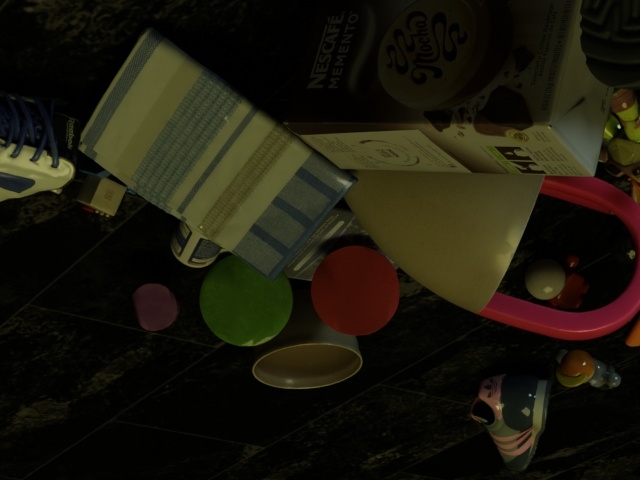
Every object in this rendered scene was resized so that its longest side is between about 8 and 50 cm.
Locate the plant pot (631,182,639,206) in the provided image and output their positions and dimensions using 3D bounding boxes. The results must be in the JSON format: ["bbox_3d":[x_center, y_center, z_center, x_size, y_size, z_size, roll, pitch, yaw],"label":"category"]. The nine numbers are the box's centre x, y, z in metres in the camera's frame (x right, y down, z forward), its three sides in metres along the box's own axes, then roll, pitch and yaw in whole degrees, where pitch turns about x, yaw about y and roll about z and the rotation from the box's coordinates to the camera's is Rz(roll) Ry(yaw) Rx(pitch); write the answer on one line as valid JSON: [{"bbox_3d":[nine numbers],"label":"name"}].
[{"bbox_3d":[0.528,-0.057,1.724,0.188,0.205,0.205,-2,155,-40],"label":"plant pot"}]

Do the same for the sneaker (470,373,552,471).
[{"bbox_3d":[0.331,0.318,2.463,0.131,0.112,0.319,10,149,6],"label":"sneaker"}]

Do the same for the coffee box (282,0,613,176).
[{"bbox_3d":[0.130,-0.163,1.359,0.297,0.168,0.119,3,160,35],"label":"coffee box"}]

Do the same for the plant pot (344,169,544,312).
[{"bbox_3d":[0.134,-0.084,1.540,0.191,0.284,0.284,20,148,-1],"label":"plant pot"}]

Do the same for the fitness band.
[{"bbox_3d":[0.274,0.010,1.726,0.291,0.209,0.054,16,166,14],"label":"fitness band"}]

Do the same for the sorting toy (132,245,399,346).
[{"bbox_3d":[-0.072,0.076,1.911,0.366,0.127,0.126,-5,-179,4],"label":"sorting toy"}]

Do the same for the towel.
[{"bbox_3d":[-0.121,-0.092,1.527,0.285,0.034,0.209,35,133,-5],"label":"towel"}]

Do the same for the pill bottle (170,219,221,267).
[{"bbox_3d":[-0.148,-0.020,1.771,0.067,0.067,0.120,5,150,-19],"label":"pill bottle"}]

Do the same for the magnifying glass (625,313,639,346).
[{"bbox_3d":[0.527,0.109,2.179,0.092,0.026,0.231,-2,152,-7],"label":"magnifying glass"}]

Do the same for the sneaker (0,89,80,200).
[{"bbox_3d":[-0.361,-0.129,1.495,0.182,0.127,0.315,-10,158,-1],"label":"sneaker"}]

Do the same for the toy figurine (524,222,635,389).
[{"bbox_3d":[0.412,0.096,1.940,0.213,0.209,0.148,-23,157,26],"label":"toy figurine"}]

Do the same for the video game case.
[{"bbox_3d":[0.000,0.000,1.881,0.274,0.026,0.196,9,148,-27],"label":"video game case"}]

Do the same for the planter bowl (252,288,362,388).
[{"bbox_3d":[-0.024,0.139,2.041,0.162,0.109,0.162,-5,151,-3],"label":"planter bowl"}]

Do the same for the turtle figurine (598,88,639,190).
[{"bbox_3d":[0.360,-0.117,1.616,0.217,0.087,0.269,42,167,-32],"label":"turtle figurine"}]

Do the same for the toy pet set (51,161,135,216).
[{"bbox_3d":[-0.287,-0.078,1.673,0.122,0.065,0.114,28,172,-42],"label":"toy pet set"}]

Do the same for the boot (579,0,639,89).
[{"bbox_3d":[0.419,-0.303,1.231,0.445,0.367,0.146,-2,-167,-40],"label":"boot"}]

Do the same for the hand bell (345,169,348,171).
[{"bbox_3d":[-0.015,-0.074,1.692,0.242,0.126,0.126,-2,154,-33],"label":"hand bell"}]
